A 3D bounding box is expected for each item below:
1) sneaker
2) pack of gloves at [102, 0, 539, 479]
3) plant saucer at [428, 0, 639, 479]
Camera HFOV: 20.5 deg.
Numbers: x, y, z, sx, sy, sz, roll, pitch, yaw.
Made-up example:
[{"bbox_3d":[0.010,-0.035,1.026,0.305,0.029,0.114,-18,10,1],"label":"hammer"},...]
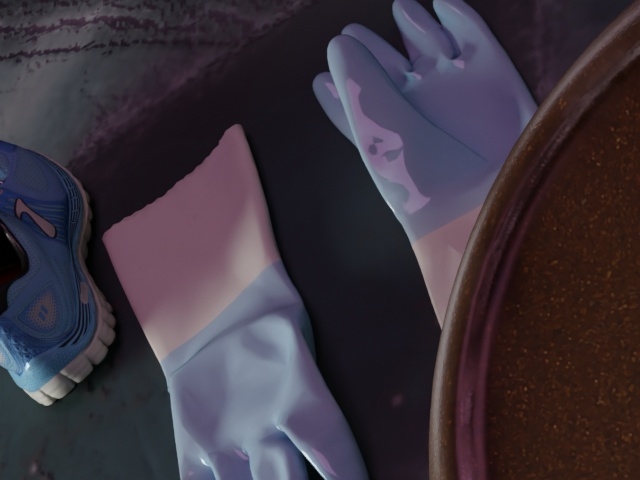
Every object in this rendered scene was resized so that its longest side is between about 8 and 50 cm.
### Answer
[{"bbox_3d":[-0.140,-0.003,0.780,0.063,0.073,0.162,-41,40,8],"label":"sneaker"},{"bbox_3d":[0.000,0.000,0.676,0.195,0.046,0.232,-37,40,11],"label":"pack of gloves"},{"bbox_3d":[0.137,0.037,0.451,0.311,0.050,0.310,-19,62,40],"label":"plant saucer"}]
